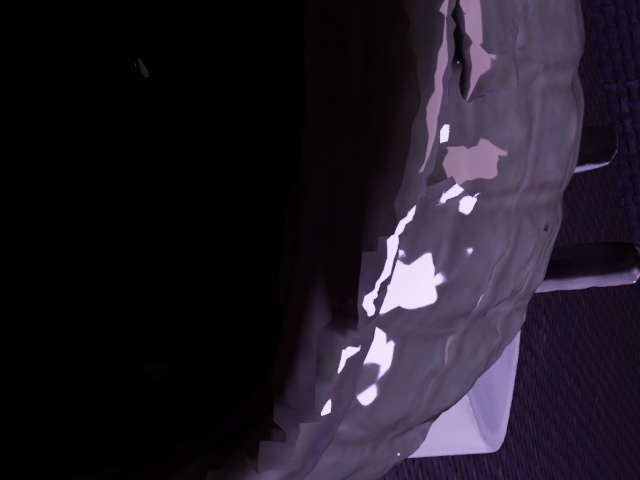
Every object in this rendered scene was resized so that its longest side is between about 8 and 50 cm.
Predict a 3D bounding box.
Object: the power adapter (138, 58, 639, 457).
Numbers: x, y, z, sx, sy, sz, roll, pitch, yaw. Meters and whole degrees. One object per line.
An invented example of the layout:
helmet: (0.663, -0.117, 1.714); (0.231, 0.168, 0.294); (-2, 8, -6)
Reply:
power adapter: (0.000, 0.000, 0.761); (0.124, 0.255, 0.187); (-74, 152, -47)

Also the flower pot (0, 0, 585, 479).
flower pot: (-0.076, -0.059, 0.488); (0.213, 0.302, 0.301); (-31, 113, -70)
